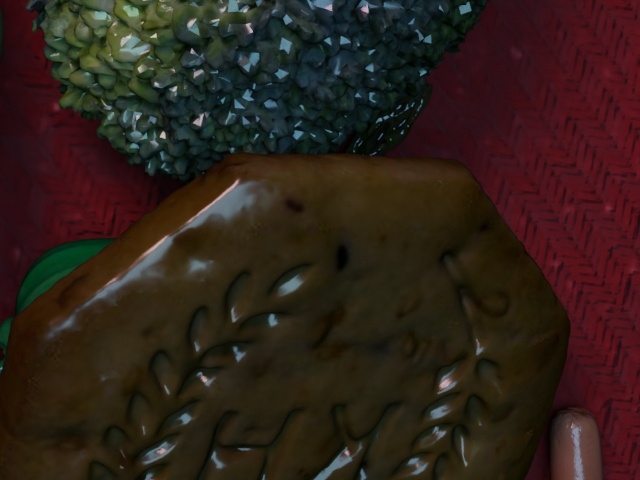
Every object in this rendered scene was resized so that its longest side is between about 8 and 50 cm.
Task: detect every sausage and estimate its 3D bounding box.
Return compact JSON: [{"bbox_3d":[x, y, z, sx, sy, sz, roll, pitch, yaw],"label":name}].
[{"bbox_3d":[0.163,0.148,1.046,0.034,0.034,0.083,-5,94,-10],"label":"sausage"}]

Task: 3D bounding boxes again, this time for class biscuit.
[{"bbox_3d":[-0.017,0.105,0.923,0.359,0.046,0.359,-13,127,-18],"label":"biscuit"}]

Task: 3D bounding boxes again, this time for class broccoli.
[{"bbox_3d":[-0.021,-0.210,0.877,0.302,0.249,0.375,34,94,-14],"label":"broccoli"}]

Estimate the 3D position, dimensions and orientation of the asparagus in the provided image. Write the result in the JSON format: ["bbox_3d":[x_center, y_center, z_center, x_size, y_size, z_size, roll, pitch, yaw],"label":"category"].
[{"bbox_3d":[0.001,0.000,1.008,0.034,0.027,0.236,29,89,-7],"label":"asparagus"}]

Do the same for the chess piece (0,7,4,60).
[{"bbox_3d":[-0.254,-0.253,0.847,0.234,0.234,0.442,9,86,-11],"label":"chess piece"}]

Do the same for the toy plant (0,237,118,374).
[{"bbox_3d":[-0.100,0.058,0.955,0.200,0.105,0.143,-21,83,1],"label":"toy plant"}]
